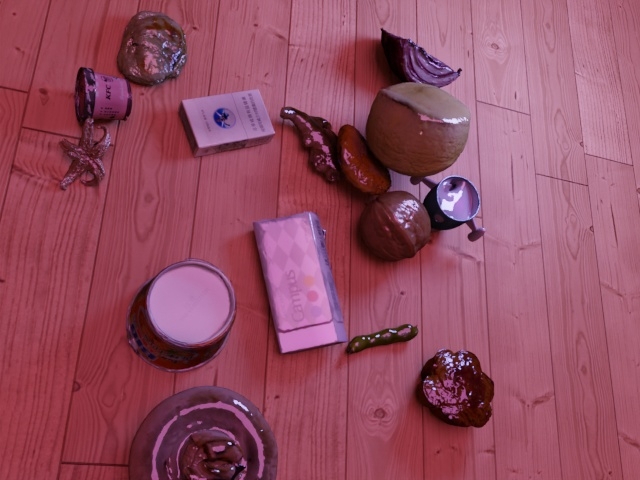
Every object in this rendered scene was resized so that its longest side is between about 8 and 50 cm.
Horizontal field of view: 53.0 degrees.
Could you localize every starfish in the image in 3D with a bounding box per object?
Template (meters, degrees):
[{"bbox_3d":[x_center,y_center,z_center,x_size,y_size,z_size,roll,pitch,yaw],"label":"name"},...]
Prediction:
[{"bbox_3d":[-0.650,-0.230,1.764,0.150,0.053,0.209,36,85,-12],"label":"starfish"}]

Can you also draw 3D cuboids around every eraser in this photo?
[{"bbox_3d":[-0.058,0.120,1.877,0.213,0.082,0.396,-11,75,-11],"label":"eraser"}]

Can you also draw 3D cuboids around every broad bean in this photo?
[{"bbox_3d":[0.186,0.297,1.945,0.256,0.053,0.052,-11,114,-24],"label":"broad bean"}]

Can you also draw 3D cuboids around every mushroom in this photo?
[{"bbox_3d":[-0.271,0.528,1.537,0.362,0.294,0.362,6,70,-18],"label":"mushroom"}]

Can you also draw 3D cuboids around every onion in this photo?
[{"bbox_3d":[0.323,-0.626,2.271,0.314,0.280,0.146,18,109,-25],"label":"onion"}]

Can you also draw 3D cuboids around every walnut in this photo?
[{"bbox_3d":[0.233,-0.041,2.000,0.228,0.228,0.228,7,69,-20],"label":"walnut"}]

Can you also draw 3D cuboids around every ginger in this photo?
[{"bbox_3d":[0.008,-0.305,2.075,0.333,0.080,0.166,52,43,2],"label":"ginger"}]

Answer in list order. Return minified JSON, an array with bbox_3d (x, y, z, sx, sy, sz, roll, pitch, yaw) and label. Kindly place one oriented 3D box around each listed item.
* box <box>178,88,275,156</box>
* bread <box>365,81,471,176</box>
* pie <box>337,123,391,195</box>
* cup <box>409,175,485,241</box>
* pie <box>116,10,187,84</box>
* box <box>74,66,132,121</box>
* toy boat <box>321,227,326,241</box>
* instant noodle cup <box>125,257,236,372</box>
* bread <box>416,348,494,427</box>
[{"bbox_3d":[-0.288,-0.364,1.977,0.256,0.069,0.164,-15,78,-27],"label":"box"},{"bbox_3d":[0.300,-0.351,2.016,0.320,0.237,0.320,10,43,-10],"label":"bread"},{"bbox_3d":[0.137,-0.258,2.057,0.273,0.069,0.273,37,37,-34],"label":"pie"},{"bbox_3d":[0.410,-0.108,2.110,0.300,0.173,0.167,44,62,-1],"label":"cup"},{"bbox_3d":[-0.503,-0.588,1.959,0.201,0.090,0.248,16,70,-20],"label":"pie"},{"bbox_3d":[-0.615,-0.405,1.821,0.135,0.151,0.151,2,71,-32],"label":"box"},{"bbox_3d":[0.000,0.000,1.983,0.038,0.038,0.083,11,67,-18],"label":"toy boat"},{"bbox_3d":[-0.349,0.185,1.674,0.296,0.214,0.296,7,68,-19],"label":"instant noodle cup"},{"bbox_3d":[0.414,0.446,1.935,0.247,0.135,0.232,36,62,-7],"label":"bread"}]
